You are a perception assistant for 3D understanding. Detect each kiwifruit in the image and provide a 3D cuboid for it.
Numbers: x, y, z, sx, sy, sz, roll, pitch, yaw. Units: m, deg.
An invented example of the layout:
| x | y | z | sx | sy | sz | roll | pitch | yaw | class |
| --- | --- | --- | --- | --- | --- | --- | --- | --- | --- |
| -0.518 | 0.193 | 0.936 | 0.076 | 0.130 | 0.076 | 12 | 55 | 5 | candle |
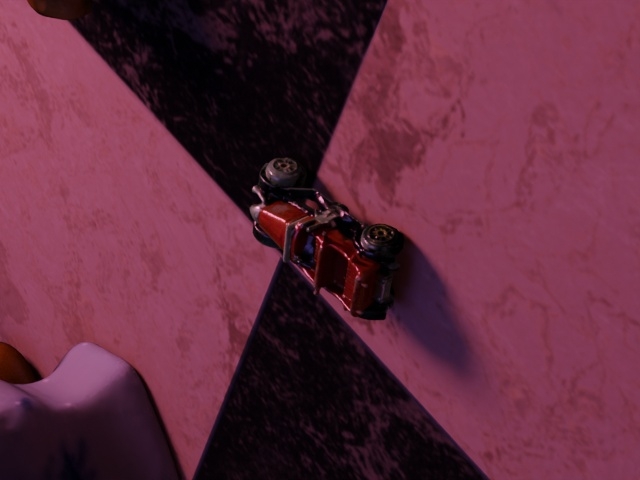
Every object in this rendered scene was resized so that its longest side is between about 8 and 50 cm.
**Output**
| x | y | z | sx | sy | sz | roll | pitch | yaw | class |
| --- | --- | --- | --- | --- | --- | --- | --- | --- | --- |
| -0.332 | 0.164 | 1.661 | 0.075 | 0.075 | 0.124 | -19 | 100 | 54 | kiwifruit |

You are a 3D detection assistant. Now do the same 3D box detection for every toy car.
| x | y | z | sx | sy | sz | roll | pitch | yaw | class |
| --- | --- | --- | --- | --- | --- | --- | --- | --- | --- |
| 0.000 | 0.000 | 1.164 | 0.143 | 0.054 | 0.073 | 36 | 135 | 31 | toy car |

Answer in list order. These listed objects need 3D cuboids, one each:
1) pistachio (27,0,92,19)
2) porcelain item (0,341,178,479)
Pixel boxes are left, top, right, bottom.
| x | y | z | sx | sy | sz | roll | pitch | yaw | class |
| --- | --- | --- | --- | --- | --- | --- | --- | --- | --- |
| -0.220 | -0.257 | 1.247 | 0.189 | 0.100 | 0.110 | 52 | 121 | 30 | pistachio |
| -0.340 | 0.260 | 1.444 | 0.178 | 0.405 | 0.242 | -8 | 106 | 53 | porcelain item |
